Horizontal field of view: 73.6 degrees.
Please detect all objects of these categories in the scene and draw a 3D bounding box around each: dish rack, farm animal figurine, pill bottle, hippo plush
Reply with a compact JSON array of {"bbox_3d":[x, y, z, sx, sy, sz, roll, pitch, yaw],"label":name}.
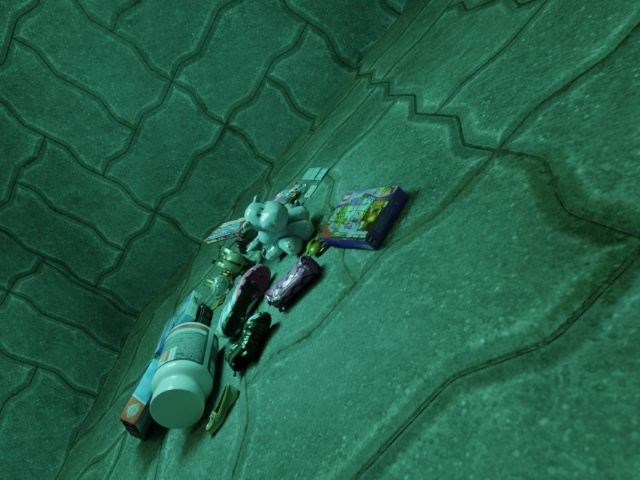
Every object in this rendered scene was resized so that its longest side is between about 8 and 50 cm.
[{"bbox_3d":[-0.639,0.457,2.105,0.271,0.074,0.208,-47,19,16],"label":"dish rack"},{"bbox_3d":[-0.354,0.078,1.941,0.327,0.172,0.330,-41,-28,-75],"label":"farm animal figurine"},{"bbox_3d":[-0.489,0.478,1.552,0.210,0.210,0.363,-47,20,12],"label":"pill bottle"},{"bbox_3d":[-0.187,-0.093,1.695,0.295,0.236,0.234,6,62,28],"label":"hippo plush"}]

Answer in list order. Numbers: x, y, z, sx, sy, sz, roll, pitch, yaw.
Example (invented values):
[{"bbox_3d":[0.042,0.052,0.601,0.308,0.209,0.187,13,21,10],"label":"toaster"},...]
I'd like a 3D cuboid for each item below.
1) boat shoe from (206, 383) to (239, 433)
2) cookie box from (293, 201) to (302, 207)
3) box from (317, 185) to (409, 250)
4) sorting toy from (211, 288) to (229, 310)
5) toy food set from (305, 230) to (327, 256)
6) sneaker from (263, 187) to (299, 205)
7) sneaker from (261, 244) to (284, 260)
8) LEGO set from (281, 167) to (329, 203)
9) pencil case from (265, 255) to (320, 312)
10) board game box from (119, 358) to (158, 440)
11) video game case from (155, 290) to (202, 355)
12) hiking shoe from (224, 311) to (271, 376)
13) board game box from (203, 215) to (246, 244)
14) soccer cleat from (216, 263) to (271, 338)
[{"bbox_3d":[-0.315,0.524,1.334,0.153,0.048,0.056,-57,21,-13],"label":"boat shoe"},{"bbox_3d":[-0.138,-0.120,2.053,0.092,0.040,0.107,-36,25,36],"label":"cookie box"},{"bbox_3d":[0.126,-0.071,1.363,0.200,0.057,0.293,-57,24,-15],"label":"box"},{"bbox_3d":[-0.505,0.237,2.229,0.132,0.046,0.274,-30,30,46],"label":"sorting toy"},{"bbox_3d":[0.000,0.000,1.560,0.192,0.039,0.132,-32,28,43],"label":"toy food set"},{"bbox_3d":[-0.210,-0.182,2.239,0.252,0.111,0.103,-34,2,-16],"label":"sneaker"},{"bbox_3d":[-0.222,-0.006,1.933,0.152,0.114,0.305,-49,21,6],"label":"sneaker"},{"bbox_3d":[-0.084,-0.282,2.142,0.183,0.060,0.244,15,66,54],"label":"LEGO set"},{"bbox_3d":[-0.096,0.144,1.452,0.209,0.095,0.098,-47,-14,19],"label":"pencil case"},{"bbox_3d":[-0.692,0.647,1.726,0.316,0.064,0.242,111,-179,-52],"label":"board game box"},{"bbox_3d":[-0.709,0.414,2.147,0.269,0.061,0.244,-50,20,11],"label":"video game case"},{"bbox_3d":[-0.227,0.346,1.429,0.226,0.086,0.114,-55,33,6],"label":"hiking shoe"},{"bbox_3d":[-0.391,-0.053,1.887,0.281,0.027,0.145,-12,30,43],"label":"board game box"},{"bbox_3d":[-0.321,0.239,1.731,0.143,0.116,0.331,-15,41,58],"label":"soccer cleat"}]
